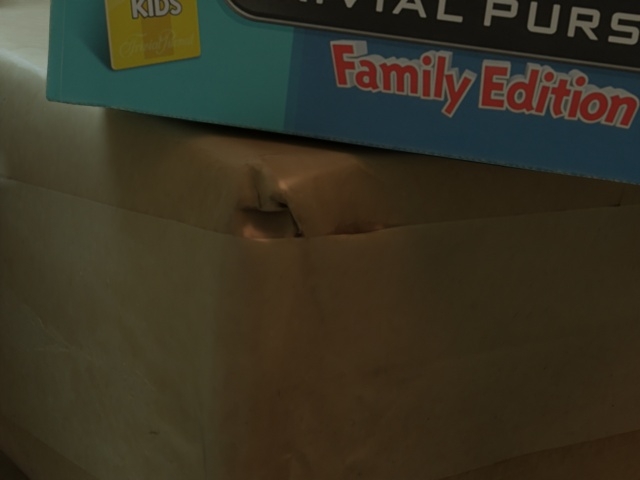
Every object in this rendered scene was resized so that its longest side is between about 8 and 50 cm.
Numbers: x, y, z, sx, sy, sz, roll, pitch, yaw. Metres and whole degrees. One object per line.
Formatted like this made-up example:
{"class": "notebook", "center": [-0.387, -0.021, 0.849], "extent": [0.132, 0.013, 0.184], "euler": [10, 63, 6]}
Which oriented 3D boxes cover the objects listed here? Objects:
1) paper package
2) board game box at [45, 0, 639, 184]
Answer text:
{"class": "paper package", "center": [0.000, 0.000, 0.559], "extent": [0.309, 0.168, 0.325], "euler": [-6, 20, -37]}
{"class": "board game box", "center": [0.076, -0.101, 0.496], "extent": [0.253, 0.079, 0.336], "euler": [9, 16, 7]}
